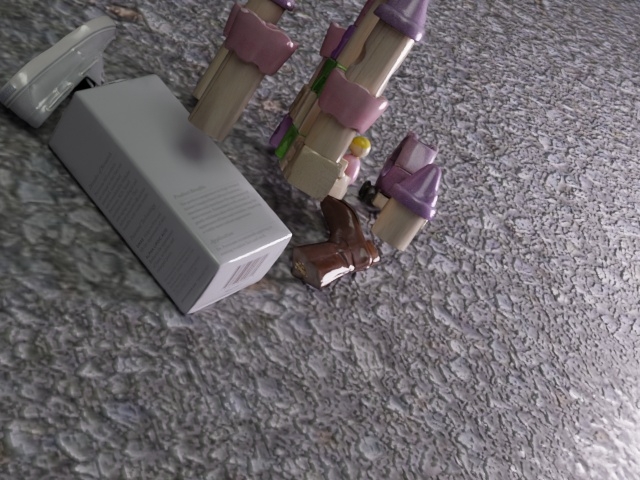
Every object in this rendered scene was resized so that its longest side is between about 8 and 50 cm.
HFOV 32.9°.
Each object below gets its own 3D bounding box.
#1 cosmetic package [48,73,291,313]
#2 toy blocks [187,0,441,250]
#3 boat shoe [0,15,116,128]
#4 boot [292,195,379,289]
[{"bbox_3d":[-0.150,-0.051,1.078,0.231,0.085,0.117,49,38,14],"label":"cosmetic package"},{"bbox_3d":[0.049,-0.178,1.158,0.309,0.260,0.288,31,9,-12],"label":"toy blocks"},{"bbox_3d":[-0.258,-0.175,1.129,0.063,0.066,0.184,49,33,-12],"label":"boat shoe"},{"bbox_3d":[0.000,0.000,1.198,0.114,0.037,0.106,-19,64,-44],"label":"boot"}]
